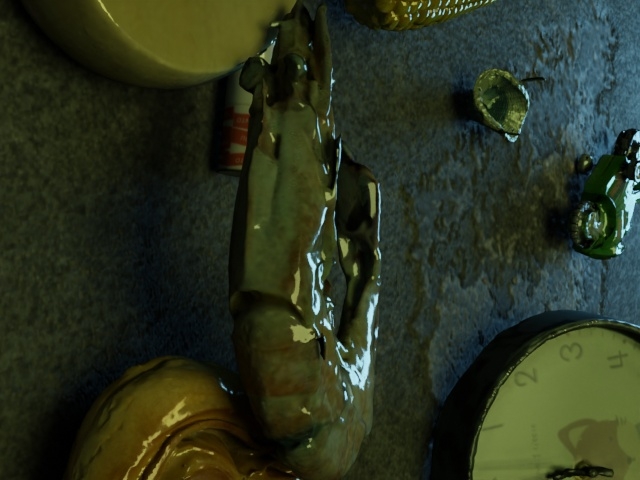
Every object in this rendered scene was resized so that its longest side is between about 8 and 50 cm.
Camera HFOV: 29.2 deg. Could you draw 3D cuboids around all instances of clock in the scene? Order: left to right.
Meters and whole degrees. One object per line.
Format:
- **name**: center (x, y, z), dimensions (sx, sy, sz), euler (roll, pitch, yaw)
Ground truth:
- **clock**: center (0.266, 0.234, 1.254), dimensions (0.325, 0.067, 0.325), euler (0, 89, -25)

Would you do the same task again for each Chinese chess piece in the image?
- **Chinese chess piece**: center (-0.118, -0.235, 0.890), dimensions (0.251, 0.097, 0.251), euler (-3, 93, -46)

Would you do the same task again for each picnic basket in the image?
- **picnic basket**: center (0.184, -0.132, 1.226), dimensions (0.083, 0.083, 0.065), euler (39, 69, -37)

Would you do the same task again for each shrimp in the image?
- **shrimp**: center (0.000, 0.000, 0.920), dimensions (0.247, 0.085, 0.360), euler (-5, 91, -69)

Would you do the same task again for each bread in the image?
- **bread**: center (-0.094, 0.192, 0.912), dimensions (0.236, 0.120, 0.198), euler (35, 68, -42)

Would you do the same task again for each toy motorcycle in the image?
- **toy motorcycle**: center (0.333, -0.043, 1.399), dimensions (0.190, 0.074, 0.106), euler (-50, 134, -35)

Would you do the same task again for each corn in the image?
- **corn**: center (0.134, -0.267, 1.151), dimensions (0.318, 0.115, 0.115), euler (-33, 115, -41)

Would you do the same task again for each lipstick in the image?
- **lipstick**: center (-0.058, -0.117, 0.998), dimensions (0.038, 0.038, 0.131), euler (11, 84, -47)
